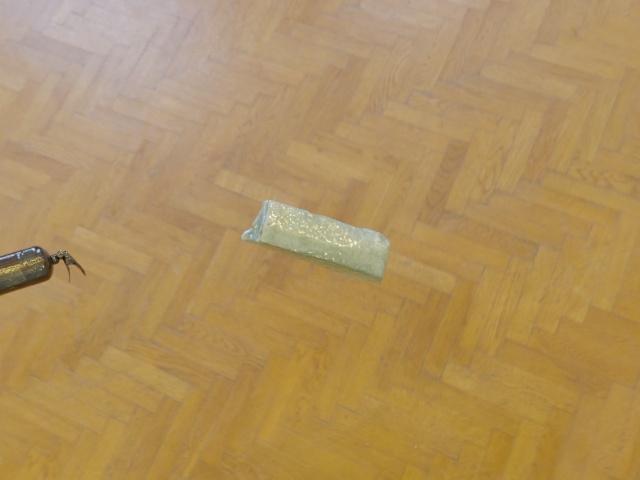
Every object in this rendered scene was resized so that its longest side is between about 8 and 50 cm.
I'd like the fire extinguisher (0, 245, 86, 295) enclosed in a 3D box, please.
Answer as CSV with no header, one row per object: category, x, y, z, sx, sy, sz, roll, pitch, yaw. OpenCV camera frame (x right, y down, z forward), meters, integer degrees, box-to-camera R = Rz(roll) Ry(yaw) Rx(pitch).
fire extinguisher,-0.572,0.071,1.142,0.268,0.072,0.089,-20,74,-28

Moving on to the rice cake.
rice cake,0.000,0.000,0.875,0.206,0.063,0.069,20,79,-11
